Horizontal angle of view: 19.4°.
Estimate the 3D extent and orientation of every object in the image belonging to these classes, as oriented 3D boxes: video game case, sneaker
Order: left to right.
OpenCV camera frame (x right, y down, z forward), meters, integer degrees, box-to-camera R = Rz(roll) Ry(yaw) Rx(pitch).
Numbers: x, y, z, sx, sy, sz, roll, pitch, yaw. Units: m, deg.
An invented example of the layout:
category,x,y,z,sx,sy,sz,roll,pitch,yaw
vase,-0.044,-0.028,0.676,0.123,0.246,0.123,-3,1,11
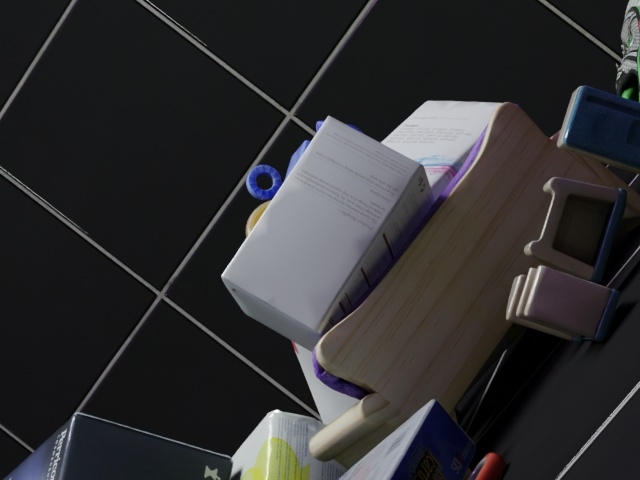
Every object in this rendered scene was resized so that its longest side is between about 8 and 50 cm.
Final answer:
category,x,y,z,sx,sy,sz,roll,pitch,yaw
video game case,-0.005,0.255,1.433,0.244,0.061,0.269,-41,1,20
sneaker,0.345,-0.175,1.896,0.146,0.134,0.343,-53,-1,5

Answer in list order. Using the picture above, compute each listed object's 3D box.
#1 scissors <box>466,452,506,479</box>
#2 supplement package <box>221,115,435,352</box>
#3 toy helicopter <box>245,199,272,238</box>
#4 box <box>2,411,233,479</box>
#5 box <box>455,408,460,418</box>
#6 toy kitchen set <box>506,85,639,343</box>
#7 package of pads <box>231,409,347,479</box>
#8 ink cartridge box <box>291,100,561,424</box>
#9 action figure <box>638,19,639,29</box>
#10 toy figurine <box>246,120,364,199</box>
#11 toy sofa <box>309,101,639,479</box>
category,x,y,z,sx,sy,sz,roll,pitch,yaw
scissors,0.054,0.267,1.371,0.297,0.021,0.109,-49,-2,-43
supplement package,0.010,0.001,1.676,0.179,0.105,0.105,-56,-19,-12
toy helicopter,0.047,0.064,2.265,0.235,0.355,0.140,-55,-27,-12
box,-0.241,0.363,1.862,0.294,0.183,0.296,-40,36,55
box,0.056,0.250,1.985,0.180,0.077,0.147,-54,-2,24
toy kitchen set,0.242,-0.017,1.505,0.166,0.122,0.207,101,-174,-87
package of pads,-0.073,0.334,1.862,0.296,0.101,0.229,-53,24,40
ink cartridge box,0.104,0.026,1.897,0.131,0.226,0.306,7,39,43
action figure,0.360,-0.158,1.608,0.091,0.139,0.280,-50,21,11
toy figurine,0.000,0.000,2.073,0.191,0.217,0.362,-22,47,66
toy sofa,0.128,0.057,1.717,0.362,0.177,0.150,-53,3,-26
